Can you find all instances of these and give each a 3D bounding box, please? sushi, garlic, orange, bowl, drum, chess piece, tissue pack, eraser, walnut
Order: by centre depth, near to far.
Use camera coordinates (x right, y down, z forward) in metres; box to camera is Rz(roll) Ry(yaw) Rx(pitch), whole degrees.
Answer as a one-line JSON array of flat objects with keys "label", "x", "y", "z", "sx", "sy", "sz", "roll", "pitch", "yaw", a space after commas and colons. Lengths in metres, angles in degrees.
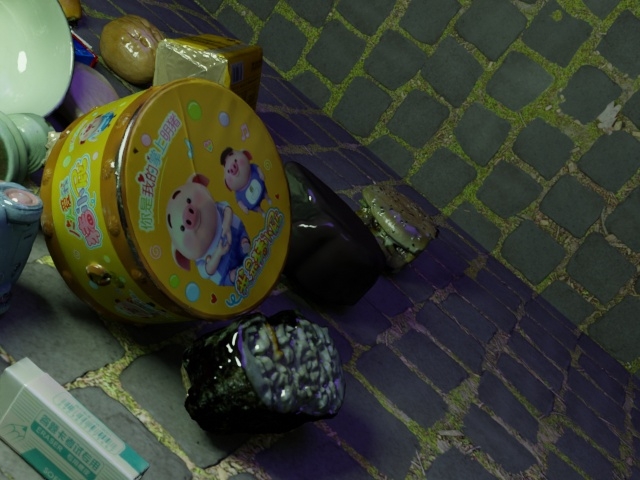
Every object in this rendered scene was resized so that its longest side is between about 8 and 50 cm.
[{"label": "eraser", "x": -0.339, "y": 0.264, "z": 1.005, "sx": 0.225, "sy": 0.095, "sz": 0.052, "roll": 39, "pitch": 20, "yaw": 5}, {"label": "drum", "x": -0.252, "y": -0.060, "z": 1.332, "sx": 0.431, "sy": 0.214, "sz": 0.431, "roll": 16, "pitch": 70, "yaw": -52}, {"label": "sushi", "x": -0.099, "y": 0.235, "z": 1.335, "sx": 0.350, "sy": 0.170, "sz": 0.211, "roll": 9, "pitch": 62, "yaw": -59}, {"label": "chess piece", "x": -0.598, "y": -0.169, "z": 1.412, "sx": 0.194, "sy": 0.194, "sz": 0.299, "roll": 35, "pitch": 12, "yaw": -6}, {"label": "bowl", "x": -0.715, "y": -0.407, "z": 1.603, "sx": 0.185, "sy": 0.354, "sz": 0.354, "roll": -2, "pitch": -1, "yaw": 32}, {"label": "garlic", "x": -0.564, "y": -0.323, "z": 1.866, "sx": 0.143, "sy": 0.112, "sz": 0.318, "roll": -28, "pitch": 72, "yaw": -43}, {"label": "tissue pack", "x": -0.322, "y": -0.424, "z": 2.172, "sx": 0.228, "sy": 0.293, "sz": 0.382, "roll": 13, "pitch": 20, "yaw": 8}, {"label": "walnut", "x": -0.560, "y": -0.574, "z": 2.312, "sx": 0.221, "sy": 0.195, "sz": 0.195, "roll": 44, "pitch": 20, "yaw": -3}, {"label": "orange", "x": -0.815, "y": -0.742, "z": 2.368, "sx": 0.170, "sy": 0.112, "sz": 0.160, "roll": 35, "pitch": 17, "yaw": -40}]

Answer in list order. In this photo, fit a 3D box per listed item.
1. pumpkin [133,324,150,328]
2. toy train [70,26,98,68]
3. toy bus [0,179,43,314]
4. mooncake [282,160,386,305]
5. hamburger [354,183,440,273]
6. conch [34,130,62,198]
[{"label": "pumpkin", "x": -0.323, "y": 0.133, "z": 1.408, "sx": 0.050, "sy": 0.028, "sz": 0.083, "roll": 38, "pitch": 25, "yaw": -4}, {"label": "toy train", "x": -0.718, "y": -0.541, "z": 2.123, "sx": 0.204, "sy": 0.083, "sz": 0.131, "roll": 43, "pitch": 23, "yaw": 15}, {"label": "toy bus", "x": -0.566, "y": -0.007, "z": 1.101, "sx": 0.231, "sy": 0.197, "sz": 0.294, "roll": 29, "pitch": 21, "yaw": 8}, {"label": "mooncake", "x": 0.000, "y": 0.000, "z": 1.947, "sx": 0.350, "sy": 0.212, "sz": 0.381, "roll": 34, "pitch": 17, "yaw": -21}, {"label": "hamburger", "x": 0.215, "y": -0.042, "z": 2.415, "sx": 0.277, "sy": 0.195, "sz": 0.318, "roll": 38, "pitch": 18, "yaw": -2}, {"label": "conch", "x": -0.404, "y": -0.097, "z": 1.494, "sx": 0.210, "sy": 0.297, "sz": 0.352, "roll": 28, "pitch": -25, "yaw": 35}]
